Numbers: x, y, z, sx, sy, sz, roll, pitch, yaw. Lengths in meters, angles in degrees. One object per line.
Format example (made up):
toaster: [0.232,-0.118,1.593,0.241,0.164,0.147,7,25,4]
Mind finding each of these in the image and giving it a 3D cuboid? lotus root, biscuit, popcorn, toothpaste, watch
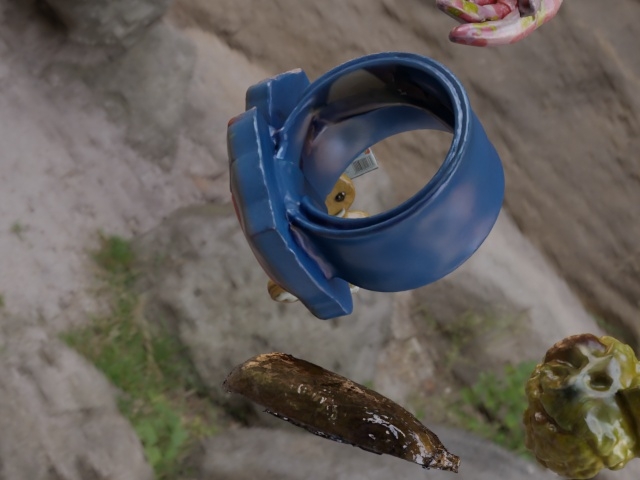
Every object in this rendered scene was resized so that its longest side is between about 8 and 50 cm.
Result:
lotus root: [0.028,0.203,1.651,0.167,0.329,0.078,18,89,-56]
biscuit: [0.001,0.001,1.896,0.158,0.240,0.035,-10,45,-16]
popcorn: [0.381,0.234,1.873,0.169,0.189,0.218,67,27,-50]
toothpaste: [0.002,-0.097,1.943,0.046,0.164,0.034,-106,171,-47]
watch: [0.053,-0.092,1.483,0.241,0.274,0.305,49,28,-51]

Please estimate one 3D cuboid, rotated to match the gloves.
gloves: [0.228,-0.302,1.615,0.241,0.145,0.126,-52,150,-22]
